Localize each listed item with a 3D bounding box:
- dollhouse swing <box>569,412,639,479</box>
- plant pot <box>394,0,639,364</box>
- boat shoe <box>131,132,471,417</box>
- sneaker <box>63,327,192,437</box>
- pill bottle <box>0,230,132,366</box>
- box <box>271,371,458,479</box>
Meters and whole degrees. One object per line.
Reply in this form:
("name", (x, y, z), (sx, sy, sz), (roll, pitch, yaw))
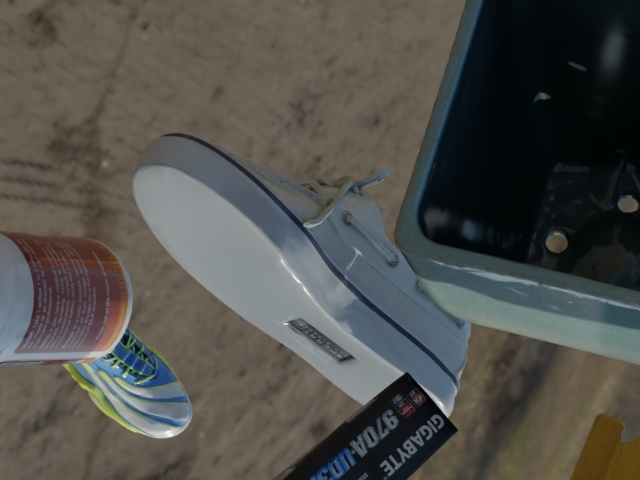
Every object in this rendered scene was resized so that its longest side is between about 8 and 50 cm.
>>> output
("dollhouse swing", (0.353, 0.406, 1.311), (0.305, 0.346, 0.315), (90, 25, -52))
("plant pot", (0.210, -0.032, 0.973), (0.252, 0.247, 0.248), (69, 37, -67))
("boat shoe", (0.007, -0.001, 1.210), (0.136, 0.367, 0.156), (-18, -140, 50))
("sneaker", (-0.233, 0.123, 1.531), (0.091, 0.240, 0.126), (-47, -179, -11))
("pill bottle", (-0.276, 0.051, 1.264), (0.216, 0.121, 0.121), (7, 114, -60))
("box", (-0.036, 0.183, 0.854), (0.175, 0.051, 0.220), (-34, 171, -44))
